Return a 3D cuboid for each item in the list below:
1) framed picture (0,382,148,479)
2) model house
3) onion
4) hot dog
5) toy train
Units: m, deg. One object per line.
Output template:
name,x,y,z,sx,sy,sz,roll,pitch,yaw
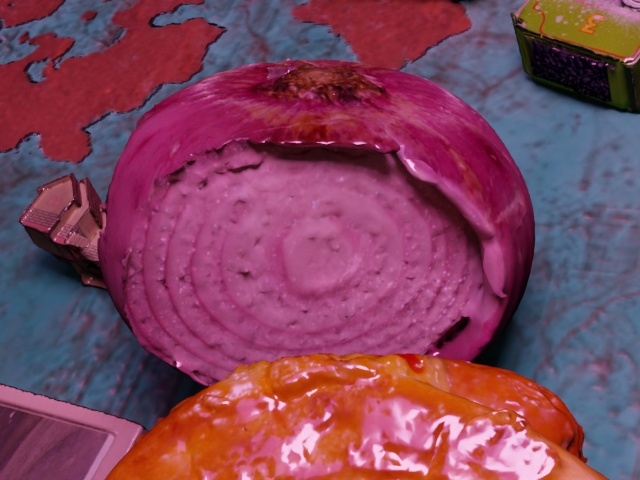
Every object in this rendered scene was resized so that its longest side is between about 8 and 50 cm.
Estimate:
framed picture,-0.231,0.143,0.704,0.260,0.023,0.189,11,55,25
model house,-0.122,-0.006,0.816,0.083,0.057,0.058,17,60,32
onion,-0.002,-0.013,0.709,0.207,0.200,0.201,-23,44,15
hot dog,0.007,0.126,0.593,0.256,0.150,0.153,-17,53,7
toy train,0.205,-0.109,0.811,0.202,0.060,0.081,23,65,33
